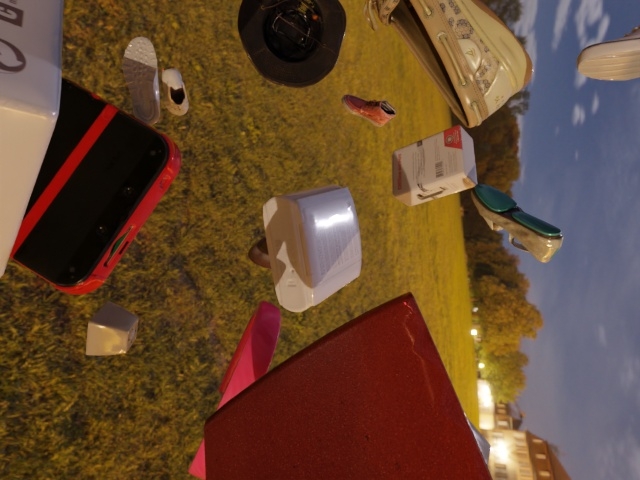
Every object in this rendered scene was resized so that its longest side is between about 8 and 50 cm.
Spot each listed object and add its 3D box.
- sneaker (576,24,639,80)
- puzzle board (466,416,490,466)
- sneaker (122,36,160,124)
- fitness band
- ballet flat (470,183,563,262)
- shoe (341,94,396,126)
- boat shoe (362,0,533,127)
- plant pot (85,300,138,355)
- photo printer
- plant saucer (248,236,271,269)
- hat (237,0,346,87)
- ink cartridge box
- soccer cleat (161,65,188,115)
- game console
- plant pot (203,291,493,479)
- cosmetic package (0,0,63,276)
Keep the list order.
[{"bbox_3d":[0.599,-0.357,0.814,0.094,0.259,0.091,54,33,-69],"label":"sneaker"},{"bbox_3d":[0.278,0.382,0.850,0.096,0.011,0.128,50,24,10],"label":"puzzle board"},{"bbox_3d":[-0.496,-0.446,1.273,0.095,0.090,0.234,-117,-151,-70],"label":"sneaker"},{"bbox_3d":[-0.132,0.232,0.718,0.209,0.054,0.290,-85,-161,-77],"label":"fitness band"},{"bbox_3d":[0.273,-0.026,0.659,0.168,0.057,0.052,-125,-148,-51],"label":"ballet flat"},{"bbox_3d":[0.159,-0.435,1.466,0.178,0.081,0.063,22,64,-28],"label":"shoe"},{"bbox_3d":[0.113,-0.259,0.518,0.285,0.089,0.104,47,5,5],"label":"boat shoe"},{"bbox_3d":[-0.550,0.243,1.209,0.109,0.097,0.109,-86,-168,-67],"label":"plant pot"},{"bbox_3d":[0.000,0.000,1.075,0.308,0.107,0.255,-25,108,-59],"label":"photo printer"},{"bbox_3d":[-0.128,0.029,1.427,0.198,0.199,0.036,-56,154,-61],"label":"plant saucer"},{"bbox_3d":[-0.094,-0.593,1.296,0.134,0.332,0.330,-169,-107,-69],"label":"hat"},{"bbox_3d":[0.199,-0.129,0.802,0.056,0.135,0.099,25,59,-43],"label":"ink cartridge box"},{"bbox_3d":[-0.397,-0.390,1.242,0.196,0.068,0.076,119,-52,-70],"label":"soccer cleat"},{"bbox_3d":[-0.520,-0.117,0.948,0.386,0.342,0.060,-59,172,-9],"label":"game console"},{"bbox_3d":[0.031,0.255,0.448,0.267,0.236,0.267,71,2,-49],"label":"plant pot"},{"bbox_3d":[-0.405,-0.111,0.223,0.454,0.230,0.161,9,55,-39],"label":"cosmetic package"}]
